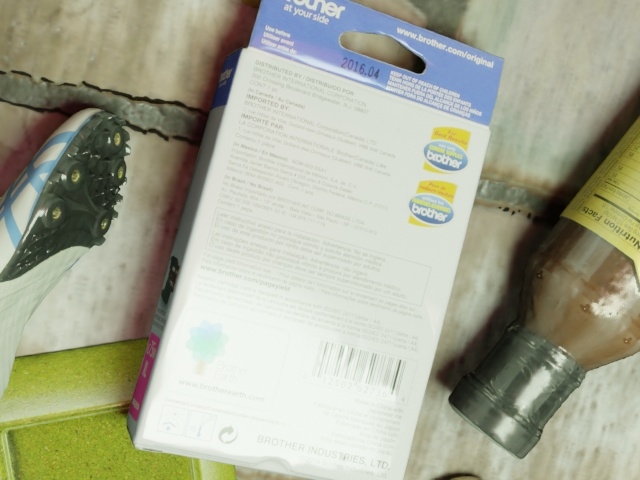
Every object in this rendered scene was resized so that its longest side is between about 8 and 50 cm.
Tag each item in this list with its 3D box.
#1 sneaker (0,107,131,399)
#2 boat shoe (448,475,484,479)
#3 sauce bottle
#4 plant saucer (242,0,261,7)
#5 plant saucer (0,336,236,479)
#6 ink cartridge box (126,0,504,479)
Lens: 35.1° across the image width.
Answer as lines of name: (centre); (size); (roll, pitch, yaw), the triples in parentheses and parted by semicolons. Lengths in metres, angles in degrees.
sneaker: (-0.205, 0.012, 0.645); (0.086, 0.085, 0.237); (29, 84, 22)
boat shoe: (0.124, 0.330, 0.795); (0.103, 0.092, 0.285); (-6, 105, -13)
sauce bottle: (0.225, 0.005, 0.736); (0.111, 0.111, 0.344); (37, 94, -19)
plant saucer: (0.066, -0.345, 0.616); (0.333, 0.081, 0.332); (-20, 110, -10)
plant saucer: (-0.151, 0.169, 0.711); (0.188, 0.045, 0.188); (-8, 105, -12)
ink cartridge box: (0.000, 0.000, 0.681); (0.186, 0.065, 0.311); (15, 90, -18)
